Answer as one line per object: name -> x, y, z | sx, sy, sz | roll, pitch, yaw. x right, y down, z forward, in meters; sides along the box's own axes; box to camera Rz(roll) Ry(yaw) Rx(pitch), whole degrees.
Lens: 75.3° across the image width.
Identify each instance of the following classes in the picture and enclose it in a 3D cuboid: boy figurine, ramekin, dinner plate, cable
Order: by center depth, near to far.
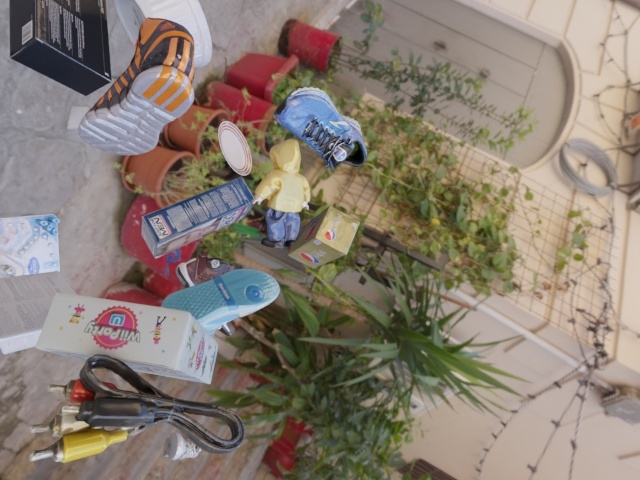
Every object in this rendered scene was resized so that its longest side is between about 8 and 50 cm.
cable -> -0.255, 0.255, 0.617 | 0.072, 0.287, 0.139 | -48, -142, 27
ramekin -> -0.405, -0.552, 1.044 | 0.127, 0.273, 0.273 | -37, 165, -23
dinner plate -> -0.218, -0.230, 1.045 | 0.017, 0.141, 0.141 | -17, -169, 20
boy figurine -> -0.103, -0.122, 1.090 | 0.177, 0.092, 0.285 | -6, 102, -39

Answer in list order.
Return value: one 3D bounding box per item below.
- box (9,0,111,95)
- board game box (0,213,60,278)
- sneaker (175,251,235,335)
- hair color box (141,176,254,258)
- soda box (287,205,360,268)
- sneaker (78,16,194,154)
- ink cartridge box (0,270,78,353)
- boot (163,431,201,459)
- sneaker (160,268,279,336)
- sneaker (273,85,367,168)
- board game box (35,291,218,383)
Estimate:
box -> -0.610, -0.510, 0.979 | 0.184, 0.103, 0.261 | 18, 58, -62
board game box -> -1.099, 0.119, 1.431 | 0.390, 0.050, 0.390 | -15, 113, -57
sneaker -> -0.321, 0.157, 1.335 | 0.162, 0.281, 0.106 | -38, -170, -27
hair color box -> -0.404, -0.076, 1.376 | 0.347, 0.105, 0.174 | -28, 175, -29
soda box -> 0.000, 0.000, 0.721 | 0.061, 0.058, 0.181 | -66, -168, -17
sneaker -> -0.334, -0.288, 0.787 | 0.124, 0.321, 0.180 | 30, 53, -47
ink cartridge box -> -0.920, 0.212, 1.260 | 0.330, 0.324, 0.071 | -9, 122, -48
boot -> -0.511, 0.780, 1.573 | 0.258, 0.123, 0.095 | -39, -136, 54
sneaker -> -0.276, 0.192, 1.123 | 0.319, 0.127, 0.208 | -11, 148, -32
sneaker -> 0.021, -0.278, 1.075 | 0.330, 0.147, 0.130 | 12, 135, -47
board game box -> -0.332, 0.197, 0.786 | 0.303, 0.224, 0.097 | 102, -3, -68
